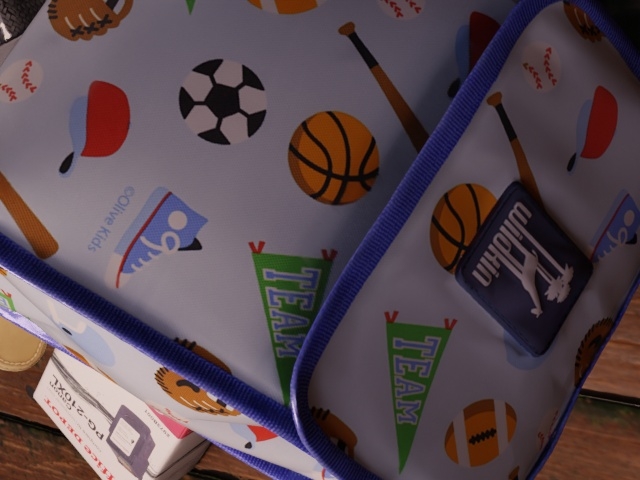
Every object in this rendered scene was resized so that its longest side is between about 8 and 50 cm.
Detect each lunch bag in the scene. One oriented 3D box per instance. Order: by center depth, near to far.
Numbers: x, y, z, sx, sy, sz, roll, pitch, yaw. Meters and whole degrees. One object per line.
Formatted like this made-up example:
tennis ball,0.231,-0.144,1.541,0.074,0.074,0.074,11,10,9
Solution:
lunch bag,0.005,-0.030,0.846,0.385,0.328,0.239,33,165,-2

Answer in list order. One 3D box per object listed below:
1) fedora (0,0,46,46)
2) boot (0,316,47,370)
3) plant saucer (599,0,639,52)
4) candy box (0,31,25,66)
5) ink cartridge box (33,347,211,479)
fedora,-0.264,-0.220,1.221,0.334,0.152,0.334,30,136,34
boot,-0.265,0.011,1.338,0.203,0.095,0.262,17,98,64
plant saucer,0.215,-0.110,0.908,0.119,0.021,0.119,27,134,32
candy box,-0.173,-0.096,1.108,0.196,0.070,0.165,-21,122,33
ink cartridge box,-0.184,0.146,1.446,0.172,0.100,0.237,48,141,12
